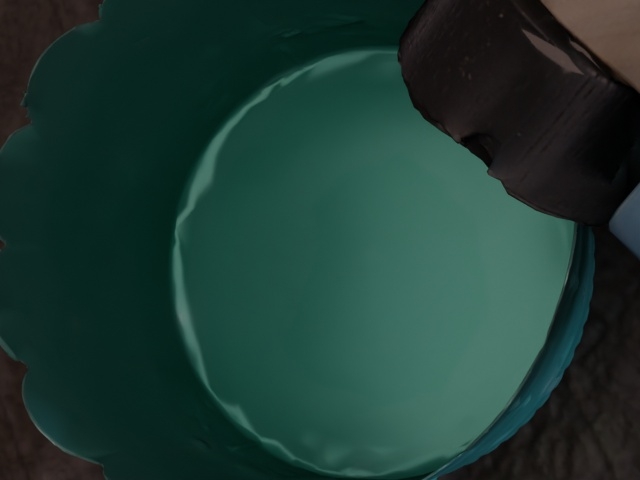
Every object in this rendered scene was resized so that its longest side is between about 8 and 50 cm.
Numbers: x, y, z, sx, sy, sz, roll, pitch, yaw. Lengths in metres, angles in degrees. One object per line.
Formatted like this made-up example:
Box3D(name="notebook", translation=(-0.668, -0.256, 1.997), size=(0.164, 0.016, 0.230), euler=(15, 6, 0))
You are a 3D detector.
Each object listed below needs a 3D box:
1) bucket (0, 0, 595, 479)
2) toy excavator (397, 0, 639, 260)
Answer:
Box3D(name="bucket", translation=(0.000, 0.000, 0.810), size=(0.281, 0.183, 0.281), euler=(-2, 83, 17))
Box3D(name="toy excavator", translation=(0.244, -0.002, 0.515), size=(0.445, 0.433, 0.222), euler=(43, 118, 12))
